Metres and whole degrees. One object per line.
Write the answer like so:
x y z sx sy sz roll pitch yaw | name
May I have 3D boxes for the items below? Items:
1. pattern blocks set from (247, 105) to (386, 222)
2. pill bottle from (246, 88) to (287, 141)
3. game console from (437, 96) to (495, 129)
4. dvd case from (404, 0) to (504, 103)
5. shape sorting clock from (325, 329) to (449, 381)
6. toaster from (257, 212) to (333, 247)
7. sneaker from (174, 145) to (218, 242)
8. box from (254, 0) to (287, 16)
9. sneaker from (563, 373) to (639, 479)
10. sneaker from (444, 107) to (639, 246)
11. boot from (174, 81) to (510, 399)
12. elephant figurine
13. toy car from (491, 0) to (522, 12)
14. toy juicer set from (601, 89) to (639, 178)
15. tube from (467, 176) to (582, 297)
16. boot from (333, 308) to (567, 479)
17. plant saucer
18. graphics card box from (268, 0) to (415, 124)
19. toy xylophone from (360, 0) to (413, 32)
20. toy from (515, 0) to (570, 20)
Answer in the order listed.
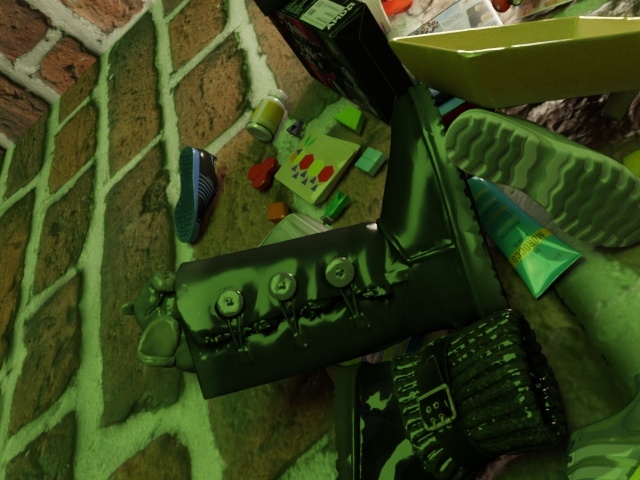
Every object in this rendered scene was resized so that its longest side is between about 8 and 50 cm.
-0.012 -0.154 1.236 0.285 0.026 0.325 -46 40 7 | pattern blocks set
-0.122 -0.297 1.417 0.065 0.065 0.116 8 67 46 | pill bottle
0.213 -0.224 1.032 0.144 0.085 0.124 -28 45 25 | game console
0.254 -0.368 1.135 0.180 0.022 0.253 -30 40 24 | dvd case
0.094 0.140 0.905 0.206 0.040 0.206 -21 48 25 | shape sorting clock
-0.042 0.061 1.030 0.227 0.129 0.146 -51 36 4 | toaster
-0.286 -0.105 1.427 0.081 0.090 0.232 -4 80 40 | sneaker
-0.098 -0.565 1.207 0.153 0.108 0.207 -32 41 10 | box
0.286 0.263 0.603 0.300 0.111 0.121 -47 24 3 | sneaker
0.295 -0.097 0.756 0.105 0.281 0.115 -59 1 35 | sneaker
0.000 0.002 0.879 0.445 0.146 0.366 -19 66 16 | boot
-0.262 0.183 1.137 0.186 0.169 0.239 -53 47 46 | elephant figurine
0.397 -0.518 1.021 0.239 0.053 0.224 -15 49 42 | toy car
0.471 -0.157 0.757 0.209 0.090 0.329 -53 22 31 | toy juicer set
0.272 -0.015 0.855 0.080 0.052 0.207 -52 43 20 | tube
0.153 0.263 0.679 0.260 0.131 0.347 -20 58 24 | boot
0.295 -0.252 0.836 0.333 0.080 0.333 -10 22 -6 | plant saucer
0.026 -0.395 1.222 0.094 0.233 0.371 -43 41 -1 | graphics card box
0.162 -0.608 1.370 0.236 0.081 0.322 11 69 47 | toy xylophone
0.444 -0.476 1.027 0.237 0.056 0.136 -11 55 38 | toy
